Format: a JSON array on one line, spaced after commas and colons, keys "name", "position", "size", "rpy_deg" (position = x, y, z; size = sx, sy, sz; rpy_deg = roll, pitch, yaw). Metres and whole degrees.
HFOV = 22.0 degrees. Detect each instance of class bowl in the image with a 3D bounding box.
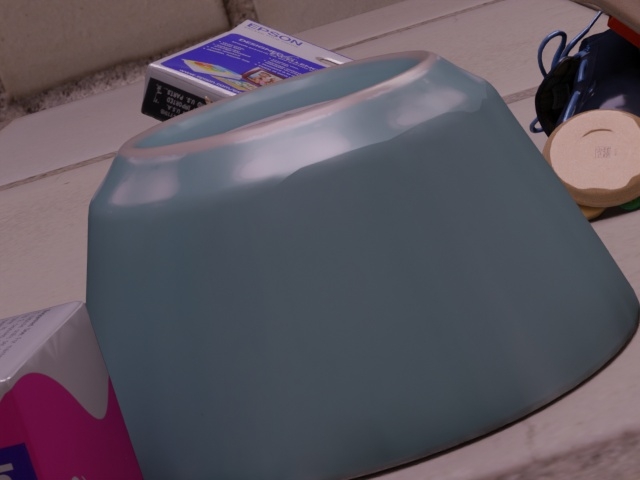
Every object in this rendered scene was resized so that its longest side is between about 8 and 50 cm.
[{"name": "bowl", "position": [0.000, 0.000, 0.884], "size": [0.311, 0.163, 0.311], "rpy_deg": [-16, 11, 3]}]

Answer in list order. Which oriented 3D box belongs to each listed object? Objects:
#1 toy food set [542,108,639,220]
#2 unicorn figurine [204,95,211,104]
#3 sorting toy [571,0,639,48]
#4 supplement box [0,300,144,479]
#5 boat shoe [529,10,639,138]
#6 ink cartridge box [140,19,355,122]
[{"name": "toy food set", "position": [0.190, -0.053, 1.099], "size": [0.082, 0.020, 0.083], "rpy_deg": [-13, 54, 5]}, {"name": "unicorn figurine", "position": [-0.002, -0.023, 1.074], "size": [0.111, 0.162, 0.060], "rpy_deg": [-5, 46, 32]}, {"name": "sorting toy", "position": [0.275, -0.166, 1.225], "size": [0.047, 0.196, 0.348], "rpy_deg": [-58, 5, 38]}, {"name": "supplement box", "position": [-0.206, 0.116, 0.758], "size": [0.220, 0.111, 0.114], "rpy_deg": [-15, 12, 13]}, {"name": "boat shoe", "position": [0.203, -0.116, 1.249], "size": [0.089, 0.109, 0.258], "rpy_deg": [-3, 11, 5]}, {"name": "ink cartridge box", "position": [-0.002, -0.096, 1.220], "size": [0.206, 0.045, 0.208], "rpy_deg": [22, 23, 11]}]
